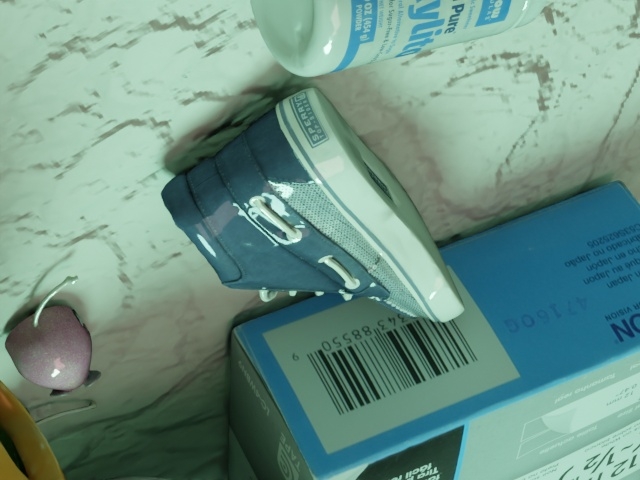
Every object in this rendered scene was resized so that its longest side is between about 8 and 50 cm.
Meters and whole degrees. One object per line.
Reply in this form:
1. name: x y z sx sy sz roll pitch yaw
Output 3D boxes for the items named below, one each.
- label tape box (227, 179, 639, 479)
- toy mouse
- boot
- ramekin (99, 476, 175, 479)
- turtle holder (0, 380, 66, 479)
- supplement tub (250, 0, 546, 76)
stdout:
1. label tape box: 0.074 0.144 1.032 0.249 0.115 0.348 -21 145 -18
2. toy mouse: -0.150 0.080 0.821 0.161 0.031 0.143 -41 148 15
3. boot: 0.000 0.000 0.819 0.086 0.069 0.190 -30 142 10
4. ramekin: -0.070 0.239 0.915 0.273 0.273 0.127 95 16 -53
5. turtle holder: -0.245 0.132 0.659 0.320 0.243 0.227 13 123 0
6. supplement tub: 0.031 -0.108 0.677 0.107 0.071 0.071 -16 145 -24
